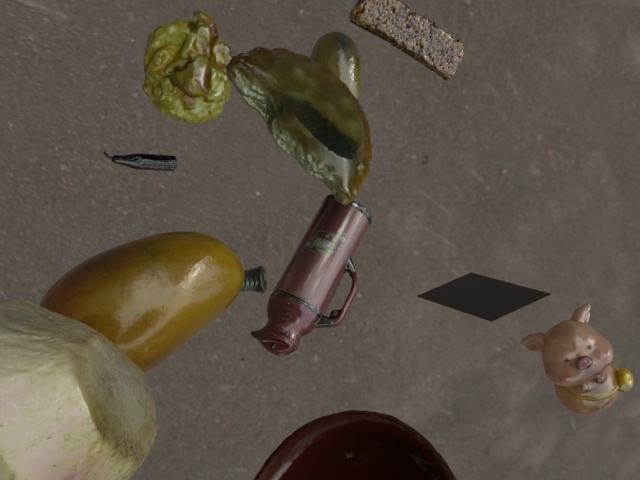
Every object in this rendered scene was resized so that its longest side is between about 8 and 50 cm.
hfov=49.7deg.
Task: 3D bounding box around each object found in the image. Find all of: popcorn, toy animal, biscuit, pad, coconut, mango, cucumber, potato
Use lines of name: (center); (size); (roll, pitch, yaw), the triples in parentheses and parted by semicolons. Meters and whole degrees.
popcorn: (-0.309, -0.417, 1.651); (0.205, 0.237, 0.251); (-2, 146, -34)
toy animal: (0.566, 0.281, 1.488); (0.165, 0.149, 0.248); (-30, 109, -6)
biscuit: (-0.027, -0.237, 1.290); (0.335, 0.329, 0.078); (24, 135, -29)
biscuit: (0.138, -0.325, 1.082); (0.199, 0.034, 0.064); (25, 91, -22)
pad: (0.263, 0.090, 1.137); (0.127, 0.190, 0.004); (-19, 107, -25)
coconut: (-0.312, 0.185, 0.715); (0.259, 0.259, 0.260); (-17, 119, -33)
mango: (-0.249, 0.089, 0.991); (0.317, 0.173, 0.211); (-27, 158, -26)
cucumber: (-0.414, -0.184, 1.593); (0.163, 0.039, 0.043); (-1, 78, -25)
potato: (0.035, -0.417, 1.811); (0.174, 0.159, 0.252); (49, 35, -74)

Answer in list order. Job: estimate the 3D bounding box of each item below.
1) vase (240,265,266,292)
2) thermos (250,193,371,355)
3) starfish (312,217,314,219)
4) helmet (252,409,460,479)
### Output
vase: (-0.273, 0.118, 1.952); (0.237, 0.115, 0.116); (-6, 120, 6)
thermos: (-0.006, 0.081, 1.342); (0.136, 0.109, 0.330); (35, 66, -15)
starfish: (-0.003, -0.003, 1.701); (0.041, 0.133, 0.130); (34, 70, -32)
helmet: (0.055, 0.376, 0.659); (0.230, 0.337, 0.385); (32, 99, -31)
